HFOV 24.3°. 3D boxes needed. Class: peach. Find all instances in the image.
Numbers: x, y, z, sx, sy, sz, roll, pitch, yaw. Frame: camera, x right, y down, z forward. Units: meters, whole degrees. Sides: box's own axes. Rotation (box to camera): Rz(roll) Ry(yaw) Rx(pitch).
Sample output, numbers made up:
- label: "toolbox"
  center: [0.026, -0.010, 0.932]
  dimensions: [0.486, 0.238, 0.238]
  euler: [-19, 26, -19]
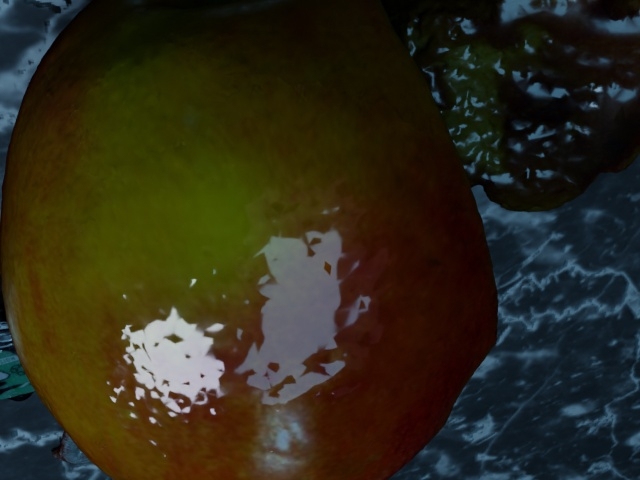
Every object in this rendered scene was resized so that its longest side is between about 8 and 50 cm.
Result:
- label: "peach"
  center: [-0.056, 0.024, 0.976]
  dimensions: [0.306, 0.242, 0.380]
  euler: [-16, 117, -5]

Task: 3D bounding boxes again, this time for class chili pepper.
- label: "chili pepper"
  center: [-0.186, 0.156, 1.293]
  dimensions: [0.050, 0.041, 0.153]
  euler: [48, 115, 0]

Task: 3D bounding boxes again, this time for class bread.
- label: "bread"
  center: [0.141, -0.133, 1.033]
  dimensions: [0.232, 0.135, 0.247]
  euler: [12, 133, -11]

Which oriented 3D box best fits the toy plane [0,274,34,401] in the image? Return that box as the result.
- label: "toy plane"
  center: [-0.217, 0.071, 1.157]
  dimensions: [0.381, 0.106, 0.155]
  euler: [-14, 143, -4]
